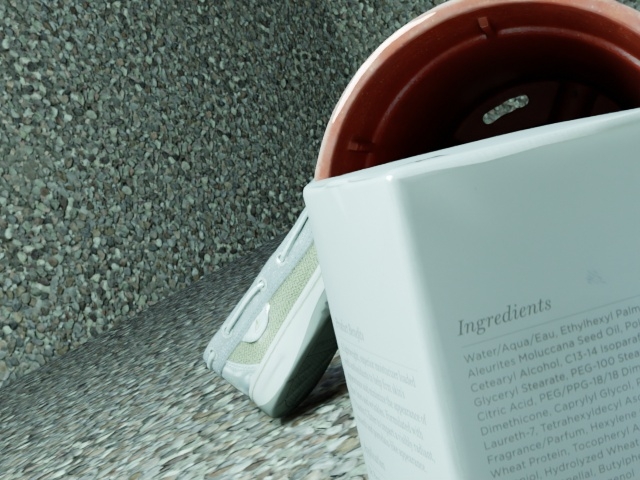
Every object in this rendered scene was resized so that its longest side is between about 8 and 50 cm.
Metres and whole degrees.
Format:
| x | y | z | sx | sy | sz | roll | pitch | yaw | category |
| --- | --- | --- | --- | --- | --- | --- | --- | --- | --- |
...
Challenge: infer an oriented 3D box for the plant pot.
| x | y | z | sx | sy | sz | roll | pitch | yaw | category |
| --- | --- | --- | --- | --- | --- | --- | --- | --- | --- |
| 0.163 | -0.037 | 0.731 | 0.272 | 0.272 | 0.265 | -22 | -1 | 18 | plant pot |

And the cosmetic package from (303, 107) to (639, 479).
| x | y | z | sx | sy | sz | roll | pitch | yaw | category |
| --- | --- | --- | --- | --- | --- | --- | --- | --- | --- |
| 0.096 | 0.043 | 0.448 | 0.151 | 0.183 | 0.151 | -14 | 5 | -13 | cosmetic package |

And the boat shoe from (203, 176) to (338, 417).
| x | y | z | sx | sy | sz | roll | pitch | yaw | category |
| --- | --- | --- | --- | --- | --- | --- | --- | --- | --- |
| 0.000 | 0.001 | 0.856 | 0.320 | 0.103 | 0.118 | -64 | -21 | 11 | boat shoe |
